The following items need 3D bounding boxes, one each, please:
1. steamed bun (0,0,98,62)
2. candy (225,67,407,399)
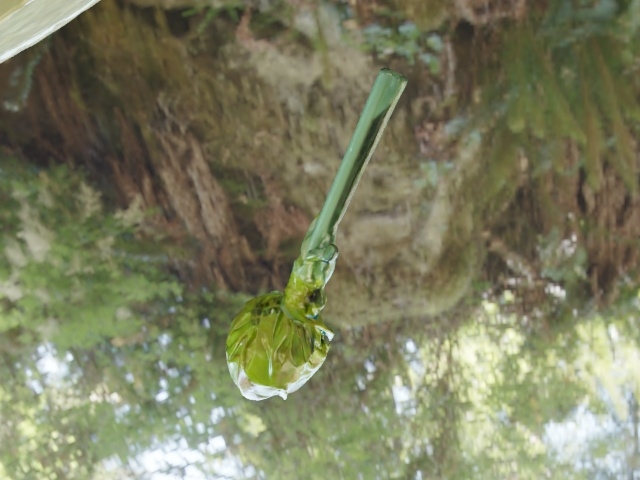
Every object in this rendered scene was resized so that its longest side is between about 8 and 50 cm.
[{"bbox_3d":[-0.187,-0.190,0.468,0.273,0.272,0.290,-18,-103,-52],"label":"steamed bun"},{"bbox_3d":[0.002,0.002,0.857,0.073,0.262,0.077,24,-158,-1],"label":"candy"}]
